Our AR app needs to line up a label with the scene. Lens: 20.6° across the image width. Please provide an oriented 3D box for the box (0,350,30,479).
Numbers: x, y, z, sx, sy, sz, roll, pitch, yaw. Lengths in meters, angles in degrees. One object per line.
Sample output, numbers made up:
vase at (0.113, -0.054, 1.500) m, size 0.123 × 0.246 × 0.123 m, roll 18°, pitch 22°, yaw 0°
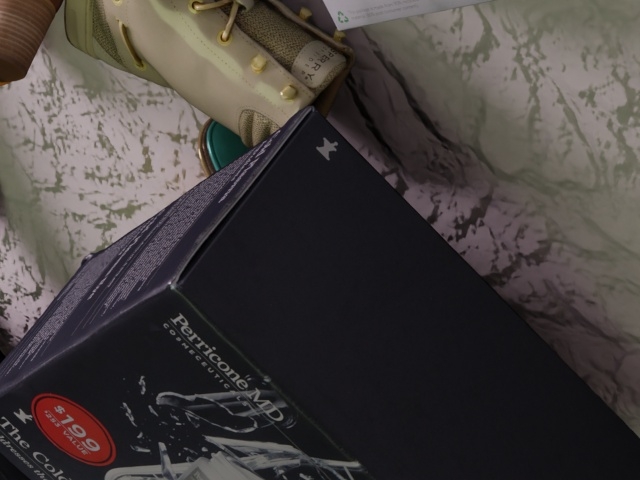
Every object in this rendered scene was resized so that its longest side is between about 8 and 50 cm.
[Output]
box at (-0.299, 0.311, 1.647) m, size 0.395 × 0.212 × 0.293 m, roll 54°, pitch -178°, yaw -12°

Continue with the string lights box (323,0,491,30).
string lights box at (0.017, -0.254, 0.995) m, size 0.133 × 0.077 × 0.260 m, roll -4°, pitch 123°, yaw 45°

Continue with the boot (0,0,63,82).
boot at (-0.254, -0.188, 1.262) m, size 0.197 × 0.152 × 0.073 m, roll 5°, pitch 159°, yaw 32°

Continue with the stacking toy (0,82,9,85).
stacking toy at (-0.346, -0.222, 1.339) m, size 0.302 × 0.166 × 0.175 m, roll 38°, pitch 145°, yaw -11°

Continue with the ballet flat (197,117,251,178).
ballet flat at (0.000, 0.000, 1.272) m, size 0.232 × 0.080 × 0.073 m, roll 41°, pitch 159°, yaw 7°

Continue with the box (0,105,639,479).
box at (-0.015, 0.133, 1.203) m, size 0.343 × 0.179 × 0.312 m, roll 44°, pitch 141°, yaw -12°

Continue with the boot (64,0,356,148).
boot at (-0.068, -0.170, 1.146) m, size 0.203 × 0.095 × 0.262 m, roll 34°, pitch 145°, yaw 14°
